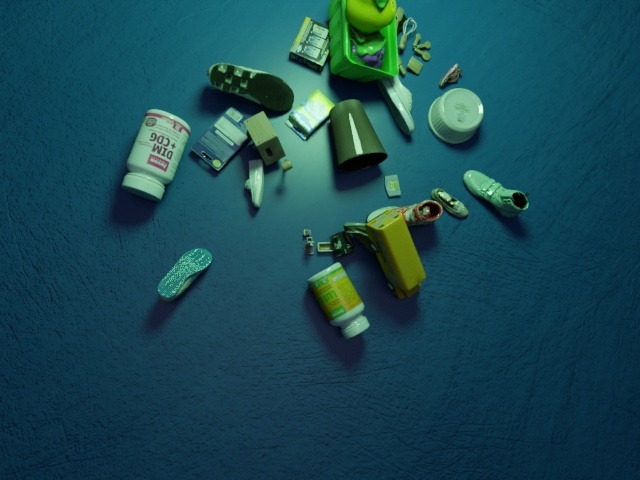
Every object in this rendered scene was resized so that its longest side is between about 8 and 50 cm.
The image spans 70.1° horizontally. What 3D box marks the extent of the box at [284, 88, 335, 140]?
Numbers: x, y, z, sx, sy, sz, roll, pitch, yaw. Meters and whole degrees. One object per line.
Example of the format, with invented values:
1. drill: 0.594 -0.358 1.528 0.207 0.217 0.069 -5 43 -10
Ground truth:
1. box: -0.037 -0.481 1.741 0.109 0.042 0.178 44 77 1

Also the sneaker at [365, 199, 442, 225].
1. sneaker: 0.308 -0.095 1.670 0.270 0.145 0.090 -5 81 -8

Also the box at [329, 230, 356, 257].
1. box: 0.081 0.012 1.658 0.062 0.052 0.083 -13 82 -45

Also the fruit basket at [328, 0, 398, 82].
1. fruit basket: 0.183 -0.796 1.636 0.283 0.392 0.392 4 79 -33

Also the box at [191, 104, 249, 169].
1. box: -0.353 -0.375 1.682 0.136 0.036 0.225 40 77 0

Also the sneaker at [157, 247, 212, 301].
1. sneaker: -0.467 0.116 1.564 0.087 0.092 0.228 42 58 3

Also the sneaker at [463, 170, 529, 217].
1. sneaker: 0.675 -0.195 1.734 0.256 0.151 0.094 39 79 1

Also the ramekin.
1. ramekin: 0.537 -0.494 1.787 0.207 0.109 0.207 1 81 -8

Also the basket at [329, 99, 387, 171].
1. basket: 0.125 -0.392 1.696 0.204 0.154 0.227 -10 77 -27

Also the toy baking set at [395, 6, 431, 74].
1. toy baking set: 0.342 -0.794 1.837 0.197 0.030 0.256 -41 102 -20

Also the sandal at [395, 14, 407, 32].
1. sandal: 0.285 -0.855 1.848 0.179 0.040 0.067 -43 114 -22

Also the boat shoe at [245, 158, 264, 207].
1. boat shoe: -0.242 -0.209 1.658 0.063 0.066 0.184 0 81 3

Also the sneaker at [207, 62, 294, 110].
1. sneaker: -0.256 -0.580 1.692 0.330 0.146 0.122 15 107 -28

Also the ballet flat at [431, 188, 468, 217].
1. ballet flat: 0.500 -0.143 1.752 0.168 0.052 0.057 31 78 -2

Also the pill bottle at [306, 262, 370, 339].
1. pill bottle: 0.068 0.213 1.590 0.136 0.136 0.245 -29 85 -11

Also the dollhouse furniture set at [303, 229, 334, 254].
1. dollhouse furniture set: 0.000 0.000 1.645 0.114 0.081 0.091 -1 81 -8

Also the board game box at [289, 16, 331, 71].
1. board game box: -0.026 -0.768 1.787 0.141 0.048 0.170 23 78 -1

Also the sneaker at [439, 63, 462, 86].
1. sneaker: 0.532 -0.660 1.850 0.057 0.047 0.119 45 79 -11

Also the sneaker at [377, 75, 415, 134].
1. sneaker: 0.317 -0.539 1.771 0.091 0.094 0.258 -24 84 -6

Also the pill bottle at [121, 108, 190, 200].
1. pill bottle: -0.570 -0.290 1.576 0.160 0.160 0.283 17 79 -5

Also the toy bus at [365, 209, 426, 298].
1. toy bus: 0.270 0.059 1.585 0.108 0.130 0.332 -33 116 -13

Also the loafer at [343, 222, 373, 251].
1. loafer: 0.191 -0.001 1.649 0.251 0.094 0.087 19 86 -19

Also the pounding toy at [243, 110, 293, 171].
1. pounding toy: -0.181 -0.319 1.638 0.094 0.181 0.206 -28 64 -2

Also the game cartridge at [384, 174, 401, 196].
1. game cartridge: 0.275 -0.210 1.751 0.056 0.017 0.083 -10 82 -5
